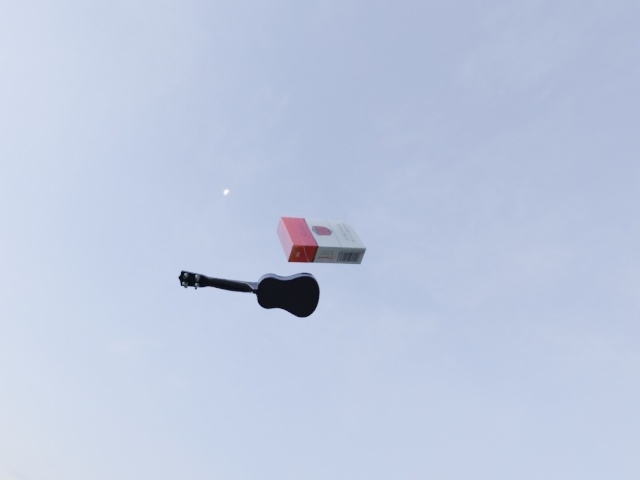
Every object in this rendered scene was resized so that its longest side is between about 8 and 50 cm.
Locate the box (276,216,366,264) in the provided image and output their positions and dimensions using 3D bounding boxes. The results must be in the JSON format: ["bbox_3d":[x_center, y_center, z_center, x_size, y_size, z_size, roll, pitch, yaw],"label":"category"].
[{"bbox_3d":[0.000,0.000,0.847,0.151,0.100,0.048,1,-58,-22],"label":"box"}]

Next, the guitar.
[{"bbox_3d":[-0.136,0.089,0.824,0.270,0.038,0.084,8,-84,-4],"label":"guitar"}]
